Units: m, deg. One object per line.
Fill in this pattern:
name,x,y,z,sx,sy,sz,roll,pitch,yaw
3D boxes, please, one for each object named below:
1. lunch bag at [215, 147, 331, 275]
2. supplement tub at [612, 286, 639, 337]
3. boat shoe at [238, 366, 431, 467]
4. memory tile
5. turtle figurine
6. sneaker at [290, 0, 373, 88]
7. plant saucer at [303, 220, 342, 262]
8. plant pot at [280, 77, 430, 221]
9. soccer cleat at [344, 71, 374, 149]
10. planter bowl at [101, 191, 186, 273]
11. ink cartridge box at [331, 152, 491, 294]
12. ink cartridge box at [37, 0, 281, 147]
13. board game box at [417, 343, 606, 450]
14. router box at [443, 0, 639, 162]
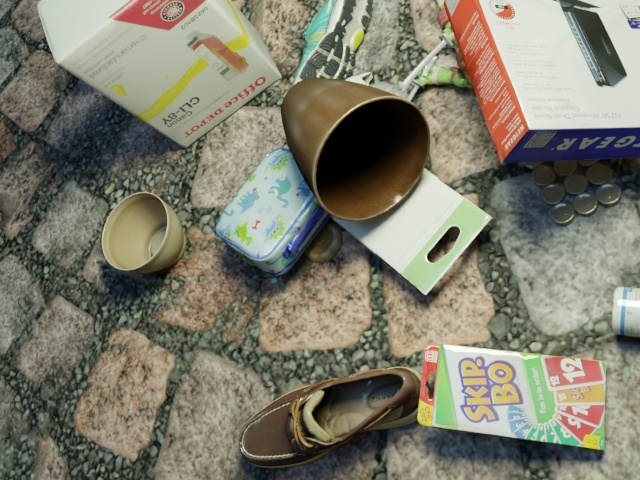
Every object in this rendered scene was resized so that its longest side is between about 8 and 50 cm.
lunch bag,-0.075,-0.052,1.241,0.176,0.090,0.219,28,78,39
supplement tub,0.468,0.103,0.941,0.107,0.071,0.071,3,74,27
boat shoe,0.002,0.278,1.078,0.342,0.123,0.123,-20,64,19
memory tile,0.402,-0.104,1.082,0.113,0.012,0.148,-26,62,16
turtle figurine,0.205,-0.343,1.153,0.275,0.198,0.266,-11,75,20
sneaker,0.014,-0.385,1.343,0.110,0.107,0.275,12,72,49
plant saucer,0.000,0.000,1.242,0.083,0.015,0.083,-9,69,23
plant pot,0.029,-0.182,1.130,0.215,0.215,0.230,-47,45,5
soccer cleat,0.091,-0.236,1.254,0.076,0.068,0.196,-27,59,14
planter bowl,-0.340,-0.003,1.357,0.162,0.109,0.162,-9,68,24
ink cartridge box,0.154,-0.035,1.156,0.235,0.056,0.171,41,93,28
ink cartridge box,-0.292,-0.380,1.310,0.279,0.385,0.160,-33,64,12
board game box,0.275,0.224,0.984,0.259,0.039,0.124,3,73,16
router box,0.384,-0.266,0.999,0.335,0.082,0.301,-5,64,-18
